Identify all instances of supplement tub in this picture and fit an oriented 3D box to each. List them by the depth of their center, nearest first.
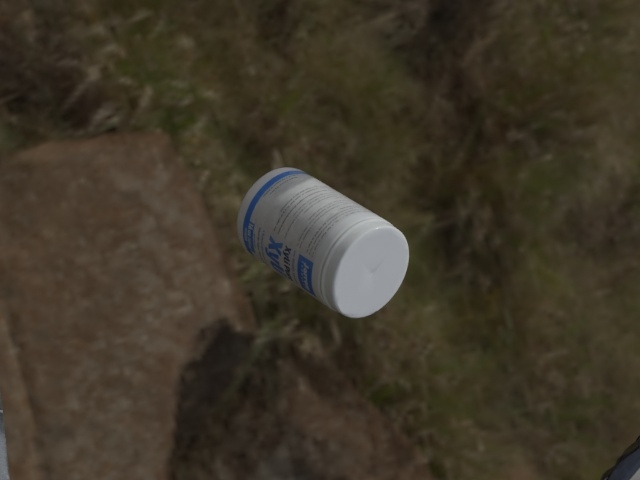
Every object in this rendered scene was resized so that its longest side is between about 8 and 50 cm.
[{"bbox_3d":[0.000,0.000,1.133,0.071,0.107,0.071,-22,127,-33],"label":"supplement tub"}]

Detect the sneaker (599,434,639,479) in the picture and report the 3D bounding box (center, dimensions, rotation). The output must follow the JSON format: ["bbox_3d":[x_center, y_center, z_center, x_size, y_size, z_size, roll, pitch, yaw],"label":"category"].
[{"bbox_3d":[0.163,0.141,0.679,0.131,0.319,0.112,43,28,12],"label":"sneaker"}]

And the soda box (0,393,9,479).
[{"bbox_3d":[-0.170,0.047,0.690,0.053,0.060,0.169,8,64,-41],"label":"soda box"}]
